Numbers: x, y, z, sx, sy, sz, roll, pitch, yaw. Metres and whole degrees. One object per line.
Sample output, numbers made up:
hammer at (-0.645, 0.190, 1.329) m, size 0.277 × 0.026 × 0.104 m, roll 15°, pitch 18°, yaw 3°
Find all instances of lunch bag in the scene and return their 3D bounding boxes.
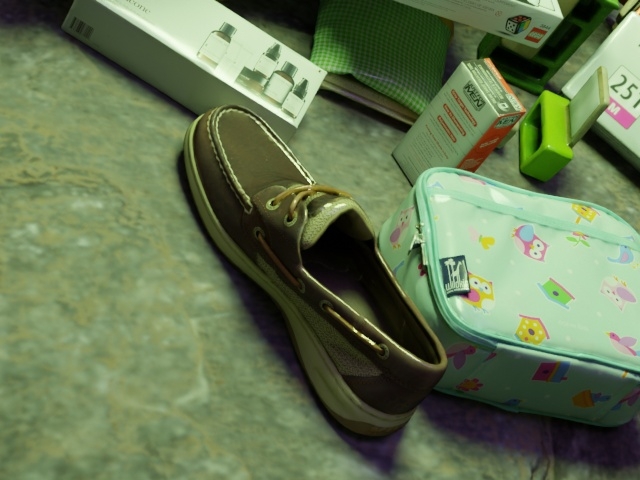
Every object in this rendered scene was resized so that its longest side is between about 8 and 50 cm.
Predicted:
lunch bag at (0.191, 0.046, 1.329) m, size 0.279 × 0.108 × 0.224 m, roll 15°, pitch 48°, yaw -22°

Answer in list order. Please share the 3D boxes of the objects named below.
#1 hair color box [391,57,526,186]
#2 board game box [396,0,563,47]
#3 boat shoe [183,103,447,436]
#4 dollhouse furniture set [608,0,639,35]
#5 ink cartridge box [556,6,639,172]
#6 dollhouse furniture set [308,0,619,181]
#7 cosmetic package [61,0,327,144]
hair color box at (0.135, -0.107, 1.396) m, size 0.043 × 0.141 × 0.072 m, roll -13°, pitch 63°, yaw -39°
board game box at (0.127, -0.345, 1.459) m, size 0.193 × 0.053 × 0.305 m, roll 13°, pitch 48°, yaw -29°
boat shoe at (0.000, 0.000, 1.232) m, size 0.123 × 0.123 × 0.342 m, roll -11°, pitch 61°, yaw -39°
dollhouse furniture set at (0.279, -0.363, 1.675) m, size 0.262 × 0.135 × 0.259 m, roll 43°, pitch 0°, yaw 6°
ink cartridge box at (0.451, -0.164, 1.609) m, size 0.275 × 0.060 × 0.239 m, roll 42°, pitch 88°, yaw 4°
dollhouse furniture set at (0.153, -0.220, 1.495) m, size 0.301 × 0.151 × 0.197 m, roll 22°, pitch 46°, yaw -16°
cosmetic package at (-0.118, -0.183, 1.356) m, size 0.239 × 0.060 × 0.099 m, roll 32°, pitch 43°, yaw -7°
